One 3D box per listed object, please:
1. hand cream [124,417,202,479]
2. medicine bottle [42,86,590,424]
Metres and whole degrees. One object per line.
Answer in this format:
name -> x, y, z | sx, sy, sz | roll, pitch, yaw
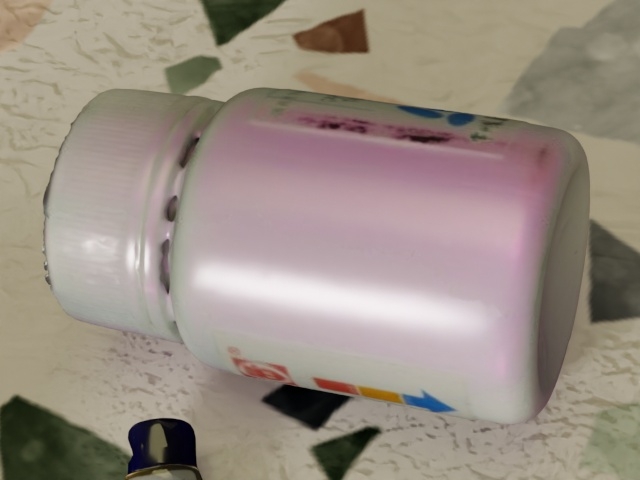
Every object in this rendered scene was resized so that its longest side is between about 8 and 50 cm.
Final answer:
hand cream -> -0.075, 0.164, 0.768 | 0.062, 0.039, 0.163 | -7, 57, 3
medicine bottle -> 0.000, 0.000, 0.808 | 0.254, 0.152, 0.152 | 10, 54, 18
